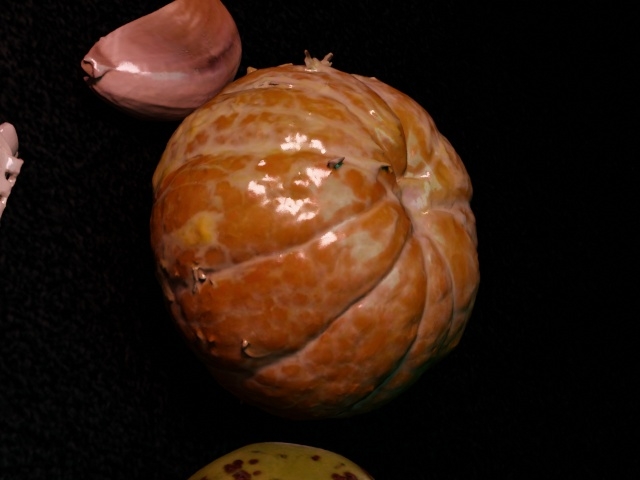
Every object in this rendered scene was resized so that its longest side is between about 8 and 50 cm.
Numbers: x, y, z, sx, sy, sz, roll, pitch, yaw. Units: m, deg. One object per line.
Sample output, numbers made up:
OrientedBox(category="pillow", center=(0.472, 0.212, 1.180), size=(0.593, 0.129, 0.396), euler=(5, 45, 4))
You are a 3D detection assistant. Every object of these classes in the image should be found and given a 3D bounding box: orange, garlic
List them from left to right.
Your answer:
OrientedBox(category="garlic", center=(-0.139, -0.162, 1.189), size=(0.101, 0.087, 0.195), euler=(50, 46, -1))
OrientedBox(category="orange", center=(0.000, 0.000, 1.143), size=(0.329, 0.249, 0.329), euler=(23, 55, -38))

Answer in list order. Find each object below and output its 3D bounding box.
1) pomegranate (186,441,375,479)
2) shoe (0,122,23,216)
OrientedBox(category="pomegranate", center=(-0.023, 0.288, 0.991), size=(0.254, 0.270, 0.254), euler=(-8, 104, -33))
OrientedBox(category="shoe", center=(-0.286, -0.034, 0.950), size=(0.159, 0.124, 0.316), euler=(-14, 85, -56))
